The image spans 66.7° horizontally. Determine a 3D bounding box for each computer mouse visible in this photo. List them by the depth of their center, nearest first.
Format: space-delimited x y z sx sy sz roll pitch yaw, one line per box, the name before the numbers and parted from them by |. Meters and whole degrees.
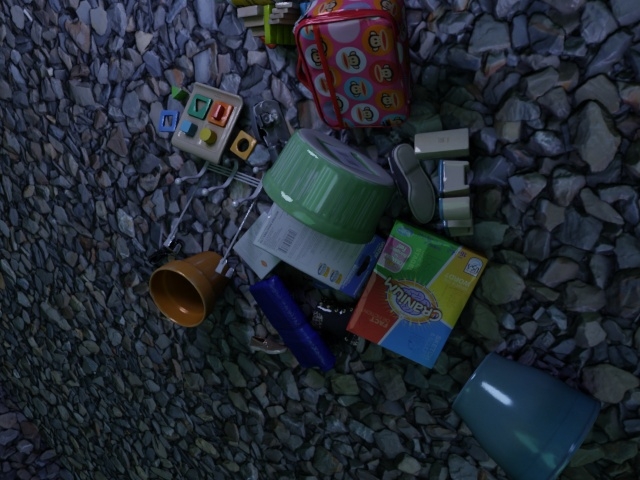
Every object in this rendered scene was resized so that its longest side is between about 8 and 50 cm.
computer mouse | -0.486 0.137 1.633 0.184 0.060 0.262 -22 98 30

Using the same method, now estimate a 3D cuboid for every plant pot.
plant pot | 0.472 0.413 1.172 0.255 0.272 0.271 36 121 26
plant pot | -0.383 0.129 1.498 0.205 0.188 0.205 12 121 21

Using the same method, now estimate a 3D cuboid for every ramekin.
ramekin | 0.029 -0.138 1.153 0.303 0.303 0.148 34 112 11

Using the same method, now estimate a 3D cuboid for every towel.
towel | -0.079 0.237 1.423 0.308 0.076 0.227 56 156 -5

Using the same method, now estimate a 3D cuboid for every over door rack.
over door rack | -0.309 -0.083 1.363 0.239 0.108 0.324 22 93 28

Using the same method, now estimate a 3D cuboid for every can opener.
can opener | -0.114 -0.240 1.323 0.095 0.076 0.283 2 113 60

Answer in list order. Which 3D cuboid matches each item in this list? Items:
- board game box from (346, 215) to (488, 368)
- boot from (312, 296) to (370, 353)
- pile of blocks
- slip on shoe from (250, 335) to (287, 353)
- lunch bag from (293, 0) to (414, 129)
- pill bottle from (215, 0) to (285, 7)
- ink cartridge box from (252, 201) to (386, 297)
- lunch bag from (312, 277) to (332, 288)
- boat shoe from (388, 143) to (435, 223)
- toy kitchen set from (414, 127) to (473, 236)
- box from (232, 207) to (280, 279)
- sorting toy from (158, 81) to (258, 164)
board game box | 0.236 0.131 1.222 0.242 0.064 0.316 23 105 5
boot | 0.074 0.190 1.371 0.178 0.085 0.236 20 115 21
pile of blocks | -0.024 -0.485 1.128 0.362 0.149 0.112 8 111 23
slip on shoe | -0.168 0.334 1.563 0.135 0.051 0.041 2 98 31
lunch bag | 0.066 -0.386 1.074 0.258 0.120 0.293 3 144 21
pill bottle | -0.175 -0.621 1.176 0.184 0.103 0.103 7 111 24
ink cartridge box | 0.000 0.000 1.283 0.311 0.065 0.186 29 97 -3
lunch bag | 0.028 0.101 1.369 0.098 0.065 0.067 -4 107 27
boat shoe | 0.223 -0.140 1.203 0.206 0.075 0.065 66 163 -15
toy kitchen set | 0.296 -0.129 1.155 0.122 0.166 0.207 -2 72 20
box | -0.144 0.004 1.401 0.130 0.091 0.170 48 121 3
sorting toy | -0.320 -0.329 1.344 0.348 0.047 0.196 24 95 23
